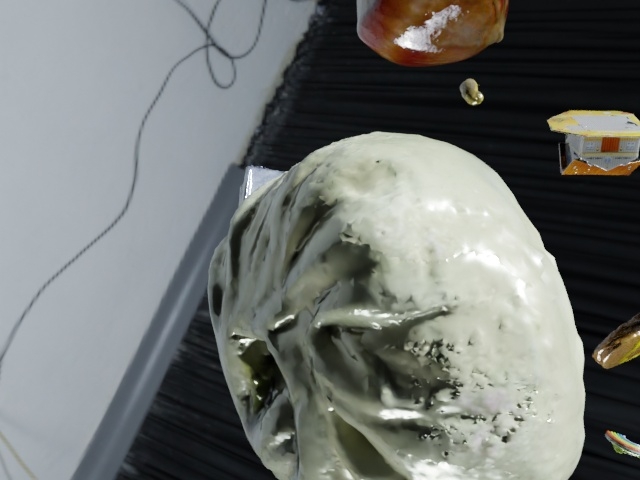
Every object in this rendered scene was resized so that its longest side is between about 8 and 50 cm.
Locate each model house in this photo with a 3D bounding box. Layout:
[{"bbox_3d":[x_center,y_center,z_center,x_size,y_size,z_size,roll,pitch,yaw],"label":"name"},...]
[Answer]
[{"bbox_3d":[0.594,-0.195,1.702,0.207,0.220,0.135,-92,-179,-65],"label":"model house"}]

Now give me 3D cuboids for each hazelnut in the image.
[{"bbox_3d":[0.164,-0.343,1.094,0.230,0.230,0.229,-17,112,-50],"label":"hazelnut"}]

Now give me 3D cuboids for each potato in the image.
[{"bbox_3d":[0.375,-0.371,1.948,0.047,0.045,0.092,17,42,-32],"label":"potato"}]

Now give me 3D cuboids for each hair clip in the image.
[{"bbox_3d":[0.628,0.418,1.475,0.060,0.188,0.033,-4,121,-61],"label":"hair clip"}]

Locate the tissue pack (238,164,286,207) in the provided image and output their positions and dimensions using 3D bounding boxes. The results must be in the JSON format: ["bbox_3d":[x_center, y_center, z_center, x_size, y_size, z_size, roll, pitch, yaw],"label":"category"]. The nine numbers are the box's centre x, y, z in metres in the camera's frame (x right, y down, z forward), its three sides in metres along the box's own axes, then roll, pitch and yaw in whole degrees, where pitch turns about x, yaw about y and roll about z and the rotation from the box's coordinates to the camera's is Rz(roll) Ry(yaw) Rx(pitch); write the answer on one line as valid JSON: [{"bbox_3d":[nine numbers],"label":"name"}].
[{"bbox_3d":[0.000,0.000,1.799,0.124,0.395,0.287,121,-23,-60],"label":"tissue pack"}]

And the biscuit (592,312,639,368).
[{"bbox_3d":[0.629,0.124,1.400,0.262,0.052,0.277,-14,143,-38],"label":"biscuit"}]

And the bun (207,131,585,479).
[{"bbox_3d":[0.032,0.080,0.626,0.211,0.360,0.359,-9,108,-22],"label":"bun"}]
